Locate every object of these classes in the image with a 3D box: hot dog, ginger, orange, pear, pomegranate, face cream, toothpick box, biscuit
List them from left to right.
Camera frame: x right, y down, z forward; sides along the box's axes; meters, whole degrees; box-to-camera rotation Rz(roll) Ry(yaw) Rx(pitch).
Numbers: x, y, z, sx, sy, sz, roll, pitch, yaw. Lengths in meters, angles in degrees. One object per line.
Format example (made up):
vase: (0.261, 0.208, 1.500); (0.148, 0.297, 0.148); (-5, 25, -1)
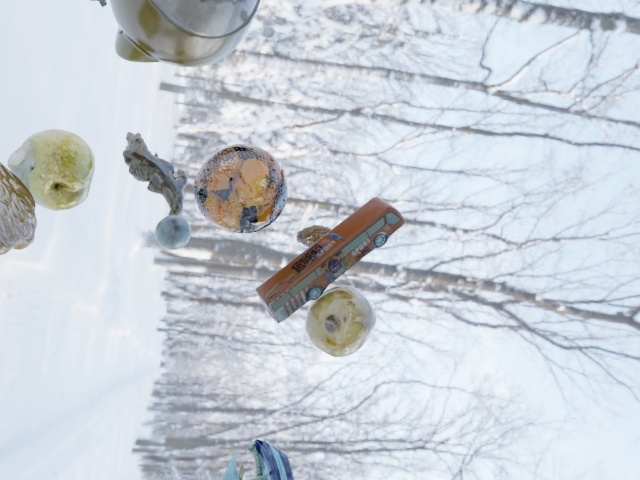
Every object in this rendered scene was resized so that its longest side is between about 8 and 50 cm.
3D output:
biscuit: (-0.832, -0.136, 1.570); (0.365, 0.062, 0.385); (53, 5, -32)
pear: (-0.828, -0.218, 2.030); (0.271, 0.271, 0.271); (-173, -90, -77)
ginger: (-0.549, -0.231, 2.169); (0.166, 0.333, 0.080); (-46, -178, -36)
toothpick box: (-0.369, -0.688, 1.743); (0.409, 0.409, 0.425); (-98, -156, -47)
orange: (-0.196, -0.129, 1.606); (0.182, 0.234, 0.234); (65, 25, -66)
face cream: (-0.136, -0.574, 1.805); (0.130, 0.034, 0.034); (-80, 180, -79)
hot dog: (0.000, 0.002, 1.855); (0.099, 0.147, 0.065); (-24, -136, 57)
pomegranate: (0.049, 0.207, 1.647); (0.196, 0.196, 0.196); (-173, -90, -77)

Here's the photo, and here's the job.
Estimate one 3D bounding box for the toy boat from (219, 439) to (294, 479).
toy boat: (-0.185, 0.554, 1.377); (0.067, 0.291, 0.220); (-24, -107, 50)

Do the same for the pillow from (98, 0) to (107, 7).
pillow: (-0.712, -0.744, 1.788); (0.059, 0.255, 0.169); (-89, -173, -59)

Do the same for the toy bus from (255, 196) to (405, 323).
toy bus: (0.028, 0.043, 1.596); (0.093, 0.409, 0.092); (41, -14, 52)

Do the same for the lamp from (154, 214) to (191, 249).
lamp: (-0.435, -0.024, 1.904); (0.105, 0.105, 0.105); (-173, -90, -77)
